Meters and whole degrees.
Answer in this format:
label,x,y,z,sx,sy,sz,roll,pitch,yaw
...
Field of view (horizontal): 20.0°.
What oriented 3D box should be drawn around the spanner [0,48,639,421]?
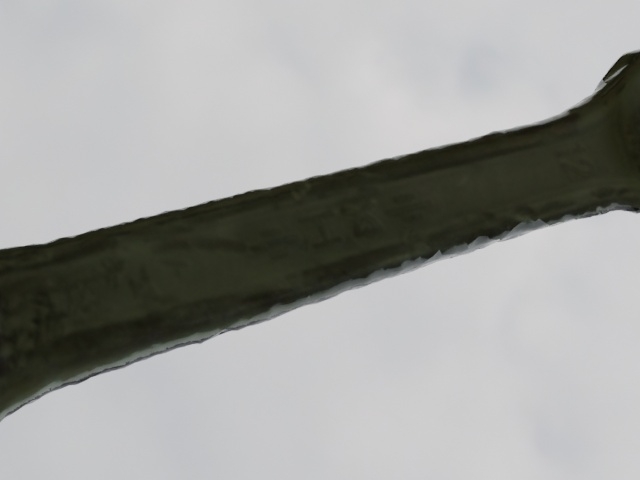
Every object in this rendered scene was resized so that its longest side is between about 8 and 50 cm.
label,x,y,z,sx,sy,sz,roll,pitch,yaw
spanner,0.000,0.000,0.503,0.071,0.302,0.017,67,-27,18
